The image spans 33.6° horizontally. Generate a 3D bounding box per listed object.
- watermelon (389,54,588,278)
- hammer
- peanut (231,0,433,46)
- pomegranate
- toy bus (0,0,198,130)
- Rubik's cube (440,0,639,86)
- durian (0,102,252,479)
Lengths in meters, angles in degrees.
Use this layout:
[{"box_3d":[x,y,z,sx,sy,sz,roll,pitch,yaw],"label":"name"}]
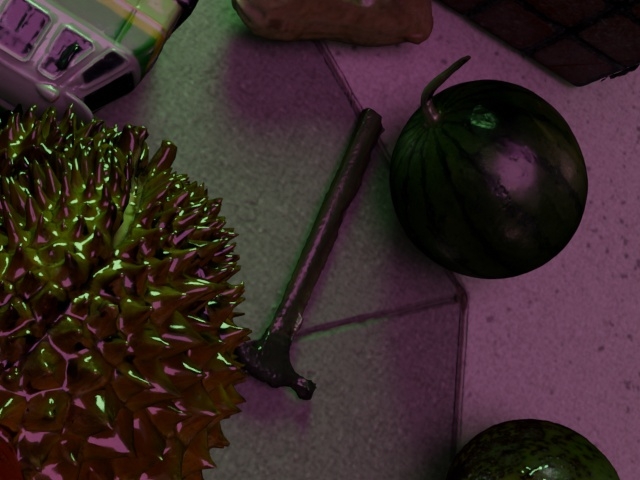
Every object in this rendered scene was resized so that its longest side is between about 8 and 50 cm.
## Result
[{"box_3d":[0.152,-0.063,1.011,0.215,0.188,0.188,38,68,-32],"label":"watermelon"},{"box_3d":[0.000,0.000,1.022,0.125,0.027,0.297,33,70,-22],"label":"hammer"},{"box_3d":[0.017,-0.235,1.031,0.214,0.099,0.099,5,80,-22],"label":"peanut"},{"box_3d":[0.168,0.278,0.986,0.248,0.214,0.214,-13,87,11],"label":"pomegranate"},{"box_3d":[-0.272,-0.213,0.865,0.305,0.143,0.179,32,73,-18],"label":"toy bus"},{"box_3d":[0.275,-0.404,1.039,0.344,0.344,0.337,28,71,-20],"label":"Rubik's cube"},{"box_3d":[-0.225,0.079,0.749,0.348,0.347,0.384,39,85,-15],"label":"durian"}]
